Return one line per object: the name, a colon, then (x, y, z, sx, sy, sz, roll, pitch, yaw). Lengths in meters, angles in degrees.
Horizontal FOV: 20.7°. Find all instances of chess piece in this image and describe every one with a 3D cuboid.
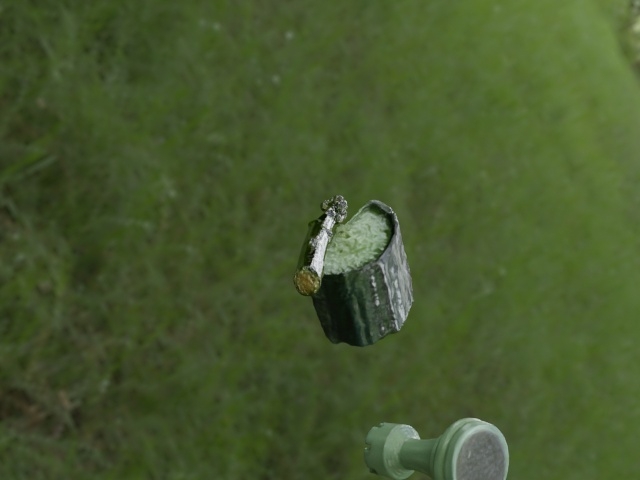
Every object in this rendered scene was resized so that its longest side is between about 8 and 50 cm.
chess piece: (0.081, 0.161, 1.300, 0.067, 0.103, 0.067, -3, 95, -44)

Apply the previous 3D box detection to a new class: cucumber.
cucumber: (0.046, 0.032, 1.637, 0.062, 0.116, 0.115, 23, -32, 28)

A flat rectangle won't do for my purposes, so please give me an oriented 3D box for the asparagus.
asparagus: (0.000, 0.000, 0.879, 0.018, 0.015, 0.127, 32, 19, -4)
